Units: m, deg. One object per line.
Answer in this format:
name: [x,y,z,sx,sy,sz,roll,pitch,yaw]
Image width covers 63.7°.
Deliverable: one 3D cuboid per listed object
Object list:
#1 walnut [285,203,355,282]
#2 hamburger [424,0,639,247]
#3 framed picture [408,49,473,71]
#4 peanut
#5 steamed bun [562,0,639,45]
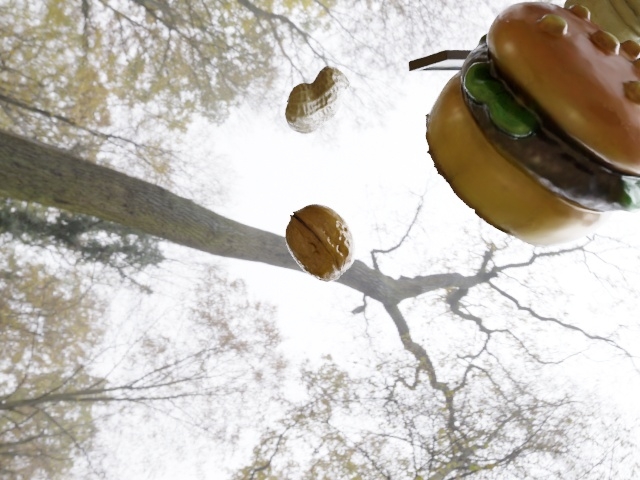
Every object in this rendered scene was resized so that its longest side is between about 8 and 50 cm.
walnut: [0.000,0.000,1.144,0.144,0.144,0.180,-36,-81,24]
hamburger: [0.387,-0.197,0.840,0.277,0.396,0.395,-52,-127,44]
framed picture: [0.296,-0.388,1.114,0.128,0.169,0.023,14,-69,62]
peanut: [-0.008,-0.427,1.570,0.233,0.196,0.110,-34,-111,1]
steamed bun: [0.672,-0.513,1.082,0.289,0.275,0.203,-39,-158,-14]
